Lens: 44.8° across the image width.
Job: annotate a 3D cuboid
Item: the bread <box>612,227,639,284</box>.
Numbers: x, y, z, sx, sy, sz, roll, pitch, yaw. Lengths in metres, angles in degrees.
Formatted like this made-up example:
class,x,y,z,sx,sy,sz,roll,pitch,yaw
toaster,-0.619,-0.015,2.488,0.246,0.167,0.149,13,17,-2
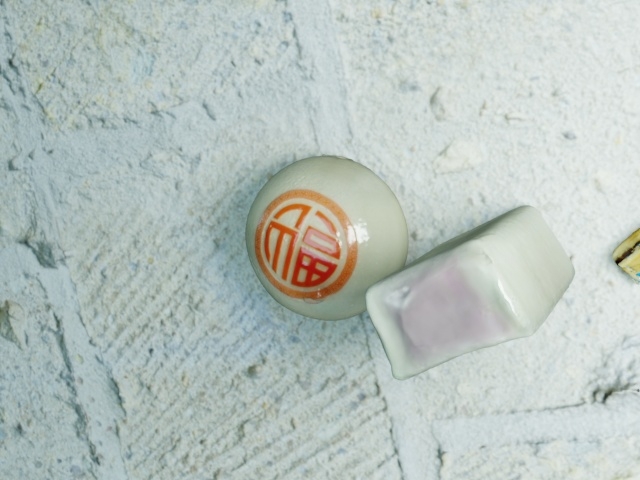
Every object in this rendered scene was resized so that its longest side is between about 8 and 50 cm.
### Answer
class,x,y,z,sx,sy,sz,roll,pitch,yaw
bread,0.496,0.010,1.166,0.072,0.053,0.106,41,115,-13

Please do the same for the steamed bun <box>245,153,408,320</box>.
class,x,y,z,sx,sy,sz,roll,pitch,yaw
steamed bun,0.000,0.000,1.296,0.283,0.177,0.283,3,99,21

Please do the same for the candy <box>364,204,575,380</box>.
class,x,y,z,sx,sy,sz,roll,pitch,yaw
candy,0.223,0.064,1.121,0.208,0.358,0.145,-26,88,30
